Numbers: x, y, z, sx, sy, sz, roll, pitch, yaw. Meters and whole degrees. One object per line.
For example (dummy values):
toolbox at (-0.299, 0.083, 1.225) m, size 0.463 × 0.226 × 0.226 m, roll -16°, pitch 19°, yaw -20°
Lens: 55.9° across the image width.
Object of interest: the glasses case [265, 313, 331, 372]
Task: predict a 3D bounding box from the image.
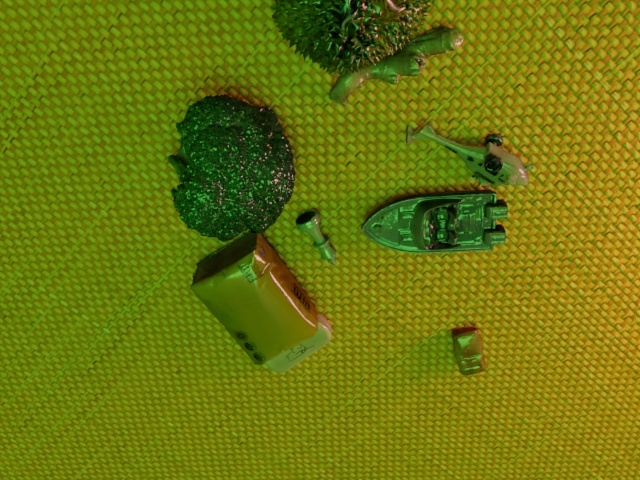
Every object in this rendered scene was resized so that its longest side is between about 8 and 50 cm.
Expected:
glasses case at (-0.059, 0.262, 1.533) m, size 0.196 × 0.050 × 0.083 m, roll -38°, pitch 113°, yaw 18°

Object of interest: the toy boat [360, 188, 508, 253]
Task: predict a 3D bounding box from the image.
toy boat at (0.250, -0.036, 1.348) m, size 0.320 × 0.092 × 0.141 m, roll -3°, pitch 116°, yaw 3°

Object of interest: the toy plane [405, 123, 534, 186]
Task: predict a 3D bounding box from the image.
toy plane at (0.319, -0.181, 1.282) m, size 0.287 × 0.092 × 0.108 m, roll 24°, pitch 140°, yaw -14°

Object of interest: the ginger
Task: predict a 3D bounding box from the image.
ginger at (0.144, -0.344, 1.199) m, size 0.288 × 0.075 × 0.089 m, roll -24°, pitch 74°, yaw 15°

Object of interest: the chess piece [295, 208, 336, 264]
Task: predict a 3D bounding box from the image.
chess piece at (0.000, 0.000, 1.396) m, size 0.059 × 0.059 × 0.149 m, roll -24°, pitch 122°, yaw 13°

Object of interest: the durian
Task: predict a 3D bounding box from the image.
durian at (0.049, -0.429, 1.066) m, size 0.292 × 0.224 × 0.290 m, roll 2°, pitch 124°, yaw 3°

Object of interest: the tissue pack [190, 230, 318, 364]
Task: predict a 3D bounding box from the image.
tissue pack at (-0.150, 0.138, 1.421) m, size 0.192 × 0.134 × 0.270 m, roll -30°, pitch 114°, yaw 15°

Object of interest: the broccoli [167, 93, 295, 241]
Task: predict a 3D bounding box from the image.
broccoli at (-0.188, -0.147, 1.217) m, size 0.275 × 0.308 × 0.307 m, roll 23°, pitch 123°, yaw 32°

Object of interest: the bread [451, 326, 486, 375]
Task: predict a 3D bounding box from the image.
bread at (0.377, 0.281, 1.536) m, size 0.074 × 0.053 × 0.132 m, roll -11°, pitch 115°, yaw 7°
